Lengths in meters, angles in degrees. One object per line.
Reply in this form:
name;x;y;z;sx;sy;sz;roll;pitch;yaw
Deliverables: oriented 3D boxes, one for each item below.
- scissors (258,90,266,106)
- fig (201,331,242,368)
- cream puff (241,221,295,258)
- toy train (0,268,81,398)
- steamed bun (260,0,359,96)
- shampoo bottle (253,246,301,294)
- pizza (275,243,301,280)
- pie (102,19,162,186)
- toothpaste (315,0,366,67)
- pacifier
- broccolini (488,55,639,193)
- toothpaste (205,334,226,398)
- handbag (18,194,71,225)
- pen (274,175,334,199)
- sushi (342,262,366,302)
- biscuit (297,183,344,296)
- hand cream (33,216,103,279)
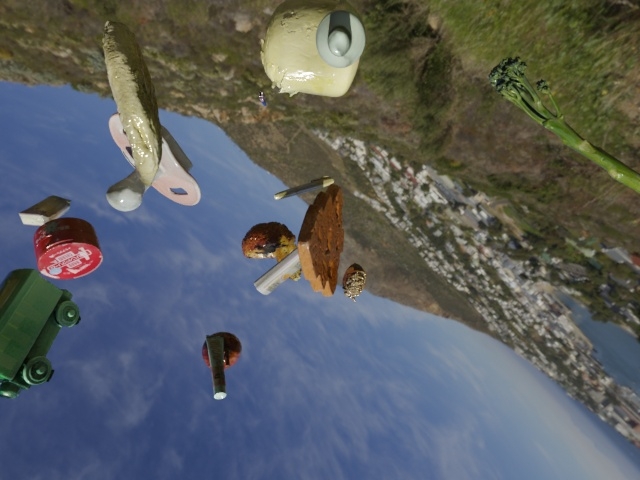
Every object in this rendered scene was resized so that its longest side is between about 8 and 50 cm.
scissors;-0.203;-0.500;1.460;0.113;0.012;0.039;-64;-31;-84
fig;-0.323;0.359;1.335;0.128;0.128;0.150;46;-169;5
cream puff;-0.229;0.000;1.841;0.240;0.239;0.164;30;-123;-60
toy train;-0.747;0.226;1.045;0.202;0.120;0.301;58;-151;-43
steamed bun;-0.018;-0.466;0.973;0.231;0.166;0.273;13;-127;-8
shampoo bottle;-0.112;0.090;1.379;0.056;0.227;0.086;54;-175;24
pizza;-0.107;0.072;1.579;0.046;0.134;0.175;4;-134;-42
pie;-0.391;-0.292;0.895;0.337;0.075;0.338;170;90;-75
toothpaste;0.036;-0.310;0.621;0.392;0.061;0.099;-80;-26;-60
pacifier;-0.488;-0.210;1.200;0.273;0.220;0.332;-99;-16;-49
broccolini;0.514;-0.242;0.848;0.392;0.079;0.074;38;155;7
toothpaste;-0.303;0.364;1.225;0.056;0.036;0.205;13;-145;-29
handbag;-1.143;-0.121;1.750;0.117;0.095;0.173;7;-147;10
pen;-0.060;-0.196;1.529;0.032;0.233;0.040;175;78;-77
sushi;0.093;0.115;1.134;0.052;0.120;0.055;4;-142;-20
biscuit;0.000;0.000;0.974;0.043;0.284;0.306;5;-179;17
hand cream;-0.978;0.030;1.619;0.230;0.230;0.149;33;-159;-55
